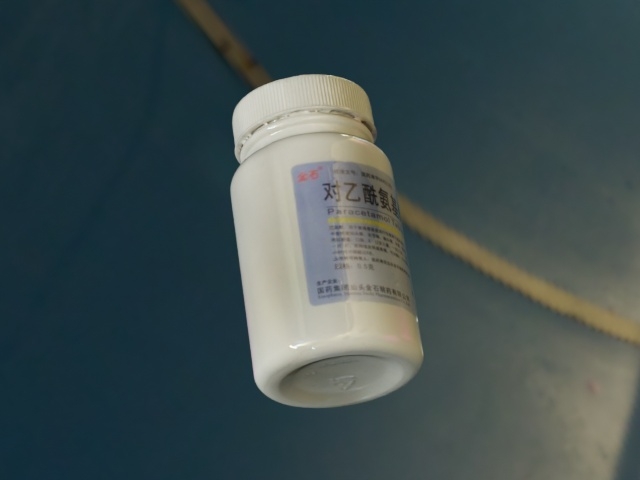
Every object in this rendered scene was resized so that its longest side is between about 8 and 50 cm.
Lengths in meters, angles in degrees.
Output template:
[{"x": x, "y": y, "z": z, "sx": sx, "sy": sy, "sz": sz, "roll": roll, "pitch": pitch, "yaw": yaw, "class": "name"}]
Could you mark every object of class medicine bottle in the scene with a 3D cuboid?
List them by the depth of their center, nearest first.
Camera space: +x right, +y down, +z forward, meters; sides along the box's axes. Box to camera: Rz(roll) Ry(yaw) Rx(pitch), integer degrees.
[{"x": 0.000, "y": 0.000, "z": 1.157, "sx": 0.103, "sy": 0.103, "sz": 0.186, "roll": 17, "pitch": -126, "yaw": -40, "class": "medicine bottle"}]
